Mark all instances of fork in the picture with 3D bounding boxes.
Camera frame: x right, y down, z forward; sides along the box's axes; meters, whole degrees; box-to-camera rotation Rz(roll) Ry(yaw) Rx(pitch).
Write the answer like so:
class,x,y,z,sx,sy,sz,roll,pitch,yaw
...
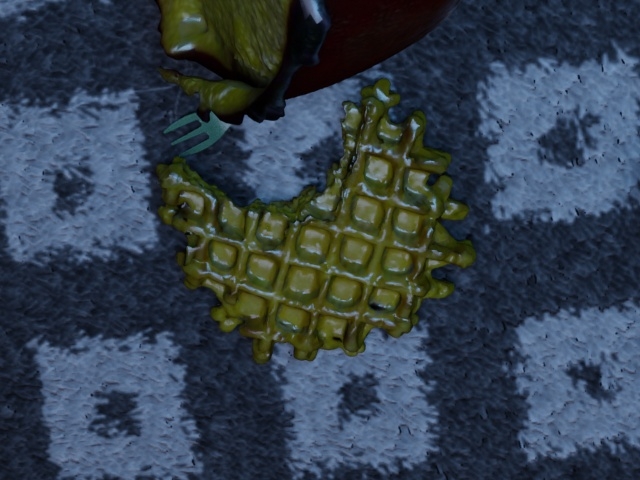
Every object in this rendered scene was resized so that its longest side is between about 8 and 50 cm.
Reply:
class,x,y,z,sx,sy,sz,roll,pitch,yaw
fork,-0.046,-0.145,1.784,0.235,0.021,0.039,-28,107,14

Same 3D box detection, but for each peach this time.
class,x,y,z,sx,sy,sz,roll,pitch,yaw
peach,-0.031,-0.291,1.530,0.353,0.416,0.339,-29,98,15

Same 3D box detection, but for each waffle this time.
class,x,y,z,sx,sy,sz,roll,pitch,yaw
waffle,0.000,0.000,1.803,0.293,0.069,0.260,-22,108,13
